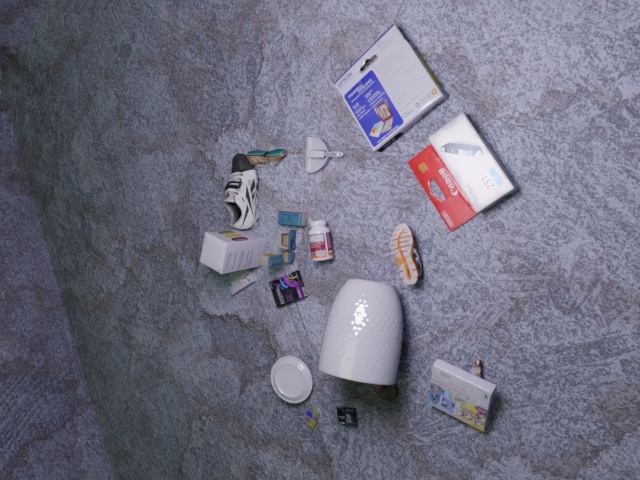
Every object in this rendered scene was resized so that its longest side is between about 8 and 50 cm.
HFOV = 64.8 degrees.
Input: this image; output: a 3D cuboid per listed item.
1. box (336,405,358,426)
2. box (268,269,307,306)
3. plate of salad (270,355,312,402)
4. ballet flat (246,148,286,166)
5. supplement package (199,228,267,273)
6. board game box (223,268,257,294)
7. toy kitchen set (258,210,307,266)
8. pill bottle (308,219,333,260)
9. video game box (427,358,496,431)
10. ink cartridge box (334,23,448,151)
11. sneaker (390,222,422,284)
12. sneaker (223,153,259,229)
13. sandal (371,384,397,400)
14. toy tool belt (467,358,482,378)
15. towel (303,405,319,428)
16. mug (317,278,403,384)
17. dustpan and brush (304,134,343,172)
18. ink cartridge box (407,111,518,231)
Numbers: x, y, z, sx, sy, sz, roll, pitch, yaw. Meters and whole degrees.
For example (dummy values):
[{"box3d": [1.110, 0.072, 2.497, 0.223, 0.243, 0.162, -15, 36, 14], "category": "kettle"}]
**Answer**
[{"box3d": [0.106, 0.694, 1.992, 0.083, 0.018, 0.067, -5, 92, 35], "category": "box"}, {"box3d": [-0.137, 0.203, 2.101, 0.162, 0.029, 0.116, -25, 81, 35], "category": "box"}, {"box3d": [-0.119, 0.583, 2.120, 0.200, 0.048, 0.200, 1, 93, 24], "category": "plate of salad"}, {"box3d": [-0.215, -0.339, 2.084, 0.206, 0.073, 0.067, 7, 126, 37], "category": "ballet flat"}, {"box3d": [-0.359, 0.039, 2.106, 0.139, 0.244, 0.134, 24, 108, 30], "category": "supplement package"}, {"box3d": [-0.361, 0.167, 2.254, 0.154, 0.026, 0.103, -32, 77, 33], "category": "board game box"}, {"box3d": [-0.151, -0.007, 2.003, 0.122, 0.166, 0.207, 6, 99, 34], "category": "toy kitchen set"}, {"box3d": [0.000, 0.000, 1.949, 0.086, 0.086, 0.152, -7, 91, 35], "category": "pill bottle"}, {"box3d": [0.465, 0.512, 1.673, 0.205, 0.048, 0.187, 21, 125, 31], "category": "video game box"}, {"box3d": [0.234, -0.519, 1.744, 0.303, 0.072, 0.307, -37, 72, 33], "category": "ink cartridge box"}, {"box3d": [0.303, 0.047, 1.749, 0.084, 0.083, 0.215, -12, 83, 35], "category": "sneaker"}, {"box3d": [-0.345, -0.208, 2.133, 0.122, 0.146, 0.331, -9, 89, 37], "category": "sneaker"}, {"box3d": [0.206, 0.498, 1.876, 0.090, 0.060, 0.219, -32, 77, 33], "category": "sandal"}, {"box3d": [0.504, 0.434, 1.668, 0.051, 0.052, 0.083, 0, 94, 26], "category": "toy tool belt"}, {"box3d": [-0.038, 0.738, 2.103, 0.060, 0.009, 0.083, 31, 112, 29], "category": "towel"}, {"box3d": [0.130, 0.308, 1.802, 0.374, 0.276, 0.328, -3, 75, 64], "category": "mug"}, {"box3d": [0.010, -0.329, 1.920, 0.211, 0.060, 0.147, 8, 99, 34], "category": "dustpan and brush"}, {"box3d": [0.440, -0.215, 1.632, 0.261, 0.066, 0.296, -38, 74, 31], "category": "ink cartridge box"}]
